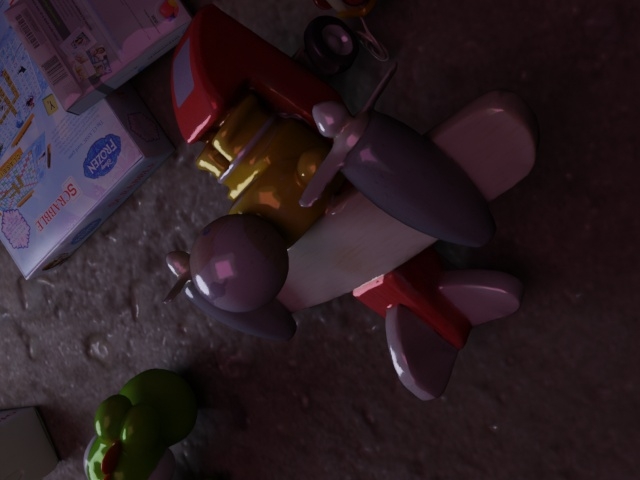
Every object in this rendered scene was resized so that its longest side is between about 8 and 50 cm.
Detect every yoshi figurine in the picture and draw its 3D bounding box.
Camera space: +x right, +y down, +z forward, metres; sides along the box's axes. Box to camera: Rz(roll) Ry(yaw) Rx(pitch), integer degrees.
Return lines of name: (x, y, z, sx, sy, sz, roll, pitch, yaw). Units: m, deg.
yoshi figurine: (-0.242, 0.324, 1.019, 0.203, 0.203, 0.362, -115, 28, -46)

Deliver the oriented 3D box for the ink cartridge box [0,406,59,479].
ink cartridge box: (-0.617, 0.383, 1.198, 0.283, 0.207, 0.117, -14, 100, 32)

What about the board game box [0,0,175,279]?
board game box: (-0.392, -0.158, 0.983, 0.318, 0.066, 0.318, -36, 86, 33)

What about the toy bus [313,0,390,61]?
toy bus: (0.011, -0.298, 0.683, 0.191, 0.202, 0.104, 41, 90, 21)

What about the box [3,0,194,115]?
box: (-0.260, -0.262, 0.848, 0.186, 0.038, 0.145, -34, 87, 8)

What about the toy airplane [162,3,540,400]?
toy airplane: (0.000, 0.000, 0.684, 0.384, 0.272, 0.386, 24, 132, 32)
